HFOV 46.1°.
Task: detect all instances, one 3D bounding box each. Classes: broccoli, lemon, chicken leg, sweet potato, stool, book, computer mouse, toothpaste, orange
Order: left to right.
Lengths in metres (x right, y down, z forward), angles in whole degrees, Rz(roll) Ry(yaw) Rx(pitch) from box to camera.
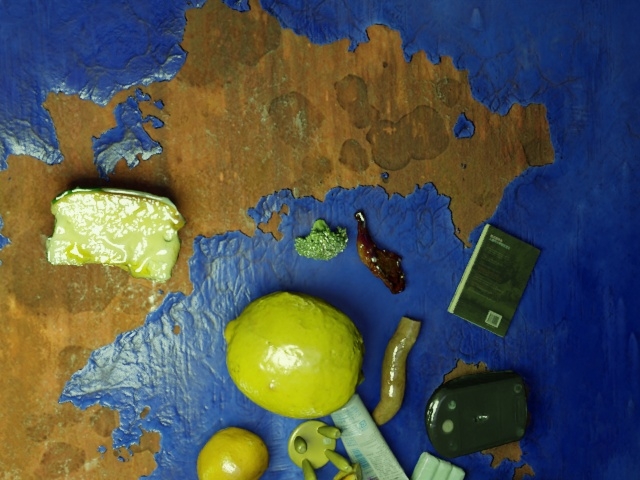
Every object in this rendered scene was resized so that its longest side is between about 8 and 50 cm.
[{"bbox_3d":[-0.181,0.454,1.545,0.157,0.156,0.134,-27,79,-14],"label":"orange"},{"bbox_3d":[-0.051,0.229,1.517,0.284,0.260,0.260,43,80,2],"label":"lemon"},{"bbox_3d":[-0.004,0.454,1.614,0.134,0.110,0.135,28,83,-15],"label":"stool"},{"bbox_3d":[0.000,0.000,1.625,0.095,0.097,0.091,24,41,-37],"label":"broccoli"},{"bbox_3d":[0.090,0.434,1.662,0.114,0.073,0.299,-22,102,19],"label":"toothpaste"},{"bbox_3d":[0.126,0.032,1.669,0.205,0.053,0.093,53,55,-19],"label":"chicken leg"},{"bbox_3d":[0.163,0.309,1.686,0.067,0.059,0.281,15,87,-8],"label":"sweet potato"},{"bbox_3d":[0.345,0.393,1.724,0.270,0.100,0.170,-5,98,-22],"label":"computer mouse"},{"bbox_3d":[0.412,0.095,1.771,0.160,0.024,0.228,26,85,-17],"label":"book"}]

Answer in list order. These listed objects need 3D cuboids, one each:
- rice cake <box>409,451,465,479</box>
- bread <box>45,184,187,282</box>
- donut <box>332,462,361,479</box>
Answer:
[{"bbox_3d":[0.240,0.613,1.730,0.127,0.043,0.237,25,86,-17],"label":"rice cake"},{"bbox_3d":[-0.397,-0.019,1.464,0.252,0.133,0.174,7,96,-20],"label":"bread"},{"bbox_3d":[0.089,0.573,1.651,0.181,0.078,0.146,31,110,-11],"label":"donut"}]
